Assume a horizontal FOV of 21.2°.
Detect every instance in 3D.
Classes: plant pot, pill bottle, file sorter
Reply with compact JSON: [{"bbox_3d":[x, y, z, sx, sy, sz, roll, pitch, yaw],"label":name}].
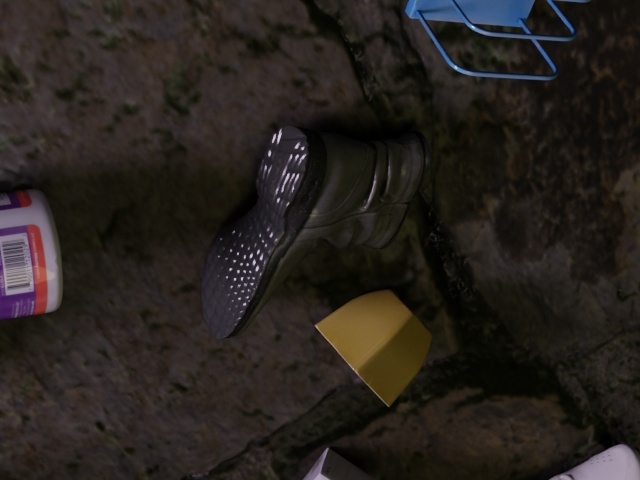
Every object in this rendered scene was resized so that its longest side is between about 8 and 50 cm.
[{"bbox_3d":[0.061,0.098,1.708,0.083,0.081,0.081,-43,136,-1],"label":"plant pot"},{"bbox_3d":[-0.320,0.021,1.425,0.193,0.108,0.108,-8,133,-18],"label":"pill bottle"},{"bbox_3d":[0.168,-0.231,1.429,0.118,0.104,0.170,0,130,-27],"label":"file sorter"}]

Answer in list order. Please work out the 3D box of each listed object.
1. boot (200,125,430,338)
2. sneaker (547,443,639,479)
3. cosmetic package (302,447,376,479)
[{"bbox_3d":[0.000,0.000,1.586,0.161,0.083,0.246,4,130,-36],"label":"boot"},{"bbox_3d":[0.262,0.341,2.014,0.297,0.111,0.129,-43,129,14],"label":"sneaker"},{"bbox_3d":[-0.020,0.348,1.881,0.099,0.060,0.239,33,115,-6],"label":"cosmetic package"}]
